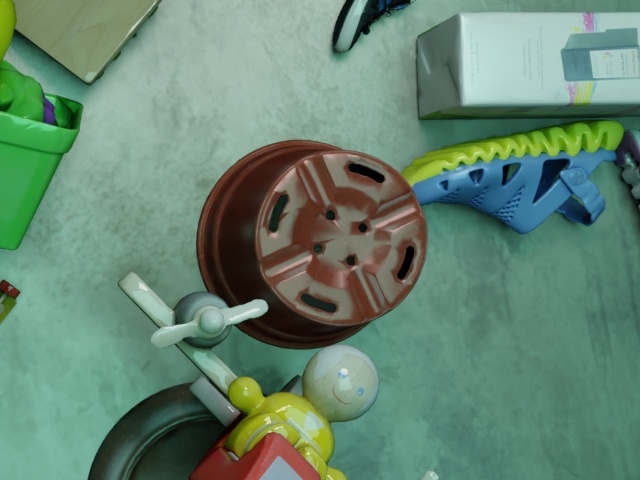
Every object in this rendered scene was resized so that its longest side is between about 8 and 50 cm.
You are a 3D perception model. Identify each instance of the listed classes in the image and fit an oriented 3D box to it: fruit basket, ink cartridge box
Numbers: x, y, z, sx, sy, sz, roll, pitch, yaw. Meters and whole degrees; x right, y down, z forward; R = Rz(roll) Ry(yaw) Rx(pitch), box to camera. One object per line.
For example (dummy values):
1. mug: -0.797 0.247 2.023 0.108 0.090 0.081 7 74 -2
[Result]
1. fruit basket: -0.449 -0.200 1.742 0.392 0.283 0.392 -2 103 -7
2. ink cartridge box: 0.318 -0.220 1.928 0.353 0.207 0.119 -2 90 -12

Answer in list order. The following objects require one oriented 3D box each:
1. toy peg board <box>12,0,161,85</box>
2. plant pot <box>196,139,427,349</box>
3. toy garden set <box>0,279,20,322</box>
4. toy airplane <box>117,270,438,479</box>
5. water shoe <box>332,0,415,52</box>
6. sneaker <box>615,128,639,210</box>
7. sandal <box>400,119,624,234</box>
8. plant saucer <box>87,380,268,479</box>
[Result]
1. toy peg board: -0.293 -0.291 1.892 0.160 0.079 0.161 37 81 8
2. plant pot: 0.000 0.000 1.832 0.272 0.265 0.272 0 88 -11
3. toy garden set: -0.507 0.084 1.846 0.244 0.049 0.204 37 84 -7
4. toy airplane: -0.039 0.217 1.719 0.272 0.384 0.386 -43 140 13
5. water shoe: 0.088 -0.322 1.957 0.080 0.073 0.203 28 84 -11
6. sneaker: 0.478 -0.046 2.016 0.104 0.095 0.236 -18 91 -18
7. sandal: 0.253 -0.071 1.949 0.317 0.126 0.138 -9 97 -16
8. plant saucer: -0.139 0.333 1.907 0.310 0.050 0.310 0 89 -10
